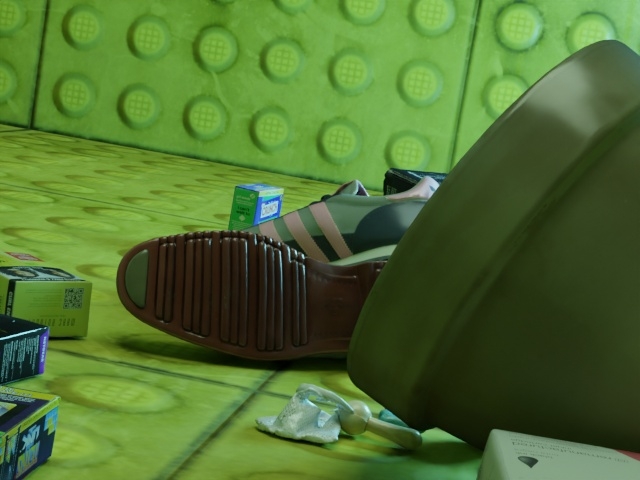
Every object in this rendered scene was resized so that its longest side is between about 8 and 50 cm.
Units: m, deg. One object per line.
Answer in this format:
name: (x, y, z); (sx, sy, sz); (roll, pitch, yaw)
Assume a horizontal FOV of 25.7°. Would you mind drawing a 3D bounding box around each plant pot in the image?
plant pot: (0.229, 0.063, 1.013); (0.280, 0.323, 0.323); (38, 18, 18)

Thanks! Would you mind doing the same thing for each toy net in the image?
toy net: (0.055, 0.137, 1.170); (0.232, 0.045, 0.122); (6, 9, -21)

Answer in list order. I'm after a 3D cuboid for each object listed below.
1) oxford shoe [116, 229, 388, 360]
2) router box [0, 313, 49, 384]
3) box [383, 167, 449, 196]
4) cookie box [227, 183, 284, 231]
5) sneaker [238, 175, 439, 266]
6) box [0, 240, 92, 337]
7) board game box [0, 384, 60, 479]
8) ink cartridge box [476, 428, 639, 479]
oxford shoe: (-0.040, 0.070, 1.399); (0.348, 0.123, 0.130); (10, -15, -18)
router box: (-0.332, 0.078, 1.141); (0.179, 0.046, 0.133); (13, 8, 21)
box: (0.245, 0.032, 1.647); (0.296, 0.182, 0.294); (5, 8, -16)
cookie box: (-0.091, -0.021, 1.904); (0.040, 0.107, 0.092); (12, 9, 19)
sneaker: (0.000, 0.000, 1.563); (0.319, 0.131, 0.112); (-2, -32, 28)
box: (-0.320, 0.040, 1.379); (0.087, 0.058, 0.232); (2, 11, -40)
board game box: (-0.271, 0.121, 0.901); (0.170, 0.048, 0.141); (10, 6, 6)
ink cartridge box: (0.171, 0.187, 0.789); (0.159, 0.092, 0.218); (9, 10, 1)
